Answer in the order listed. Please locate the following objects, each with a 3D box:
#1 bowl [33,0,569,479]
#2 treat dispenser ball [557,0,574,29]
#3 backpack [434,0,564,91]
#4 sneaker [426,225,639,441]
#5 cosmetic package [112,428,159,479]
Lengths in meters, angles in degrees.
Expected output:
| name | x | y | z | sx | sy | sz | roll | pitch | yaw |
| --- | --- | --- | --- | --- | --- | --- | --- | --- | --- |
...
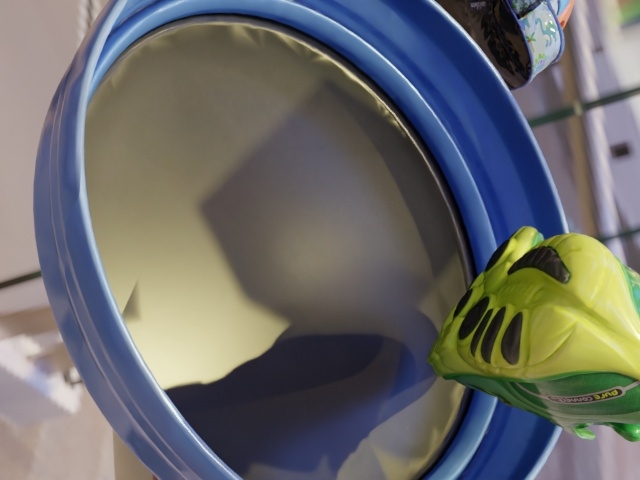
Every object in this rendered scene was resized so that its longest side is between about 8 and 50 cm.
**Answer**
| name | x | y | z | sx | sy | sz | roll | pitch | yaw |
| --- | --- | --- | --- | --- | --- | --- | --- | --- | --- |
| bowl | 0.000 | 0.000 | 0.965 | 0.391 | 0.077 | 0.391 | 18 | 61 | -36 |
| treat dispenser ball | 0.123 | -0.287 | 1.619 | 0.288 | 0.288 | 0.288 | 48 | 33 | -47 |
| backpack | 0.139 | -0.178 | 1.240 | 0.084 | 0.105 | 0.114 | -38 | 108 | -33 |
| sneaker | 0.137 | 0.063 | 0.882 | 0.123 | 0.109 | 0.295 | 37 | 1 | -2 |
| cosmetic package | -0.059 | 0.187 | 1.158 | 0.153 | 0.129 | 0.296 | -11 | 105 | -35 |
